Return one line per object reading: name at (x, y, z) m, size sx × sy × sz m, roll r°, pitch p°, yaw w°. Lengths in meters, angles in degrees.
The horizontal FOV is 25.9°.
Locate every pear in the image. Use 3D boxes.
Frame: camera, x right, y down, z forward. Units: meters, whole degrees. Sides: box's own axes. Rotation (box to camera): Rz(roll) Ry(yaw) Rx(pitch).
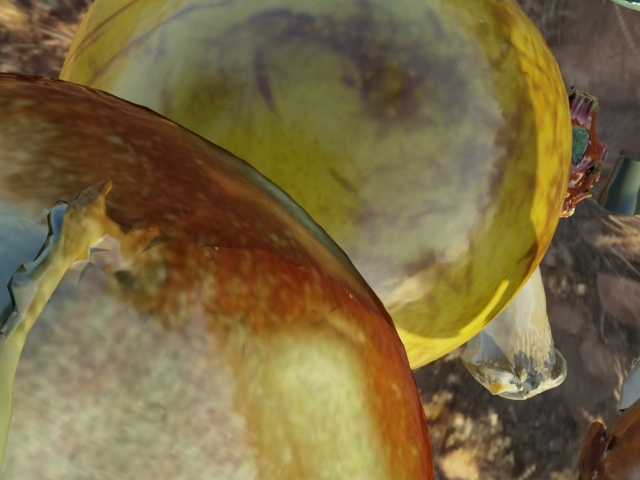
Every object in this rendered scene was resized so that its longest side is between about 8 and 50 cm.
pear at (-0.009, -0.049, 0.745) m, size 0.280 × 0.281 × 0.281 m, roll 0°, pitch 92°, yaw 10°

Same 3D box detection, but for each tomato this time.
tomato at (-0.117, 0.086, 0.453) m, size 0.303 × 0.239 × 0.303 m, roll -15°, pitch 51°, yaw 19°

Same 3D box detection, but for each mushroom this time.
mushroom at (0.103, 0.011, 0.958) m, size 0.092 × 0.081 × 0.223 m, roll -36°, pitch 108°, yaw -4°

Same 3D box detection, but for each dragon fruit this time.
dragon fruit at (0.222, -0.081, 1.268) m, size 0.081 × 0.086 × 0.116 m, roll 25°, pitch 115°, yaw 20°

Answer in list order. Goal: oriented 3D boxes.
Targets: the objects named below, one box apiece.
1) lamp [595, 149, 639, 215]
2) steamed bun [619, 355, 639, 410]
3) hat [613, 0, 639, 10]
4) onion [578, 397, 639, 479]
lamp at (0.256, -0.034, 0.960) m, size 0.121 × 0.041 × 0.054 m, roll 18°, pitch 114°, yaw 14°
steamed bun at (0.478, 0.201, 1.406) m, size 0.309 × 0.309 × 0.309 m, roll 0°, pitch 92°, yaw 10°
hat at (0.304, -0.276, 1.265) m, size 0.078 × 0.191 × 0.138 m, roll -24°, pitch 74°, yaw 43°
onion at (0.348, 0.255, 1.047) m, size 0.353 × 0.353 × 0.354 m, roll 0°, pitch 92°, yaw 10°
